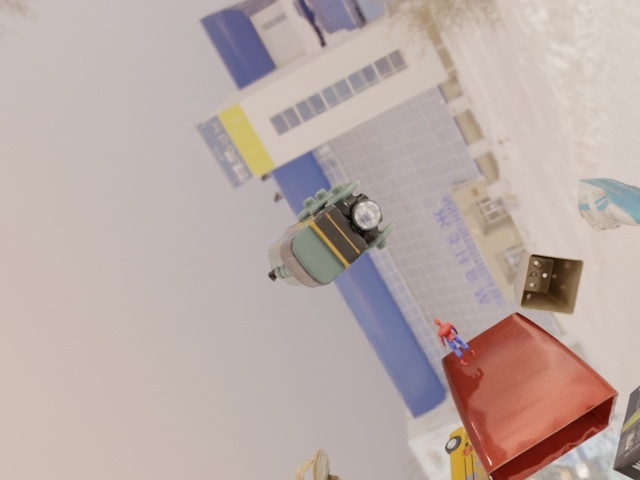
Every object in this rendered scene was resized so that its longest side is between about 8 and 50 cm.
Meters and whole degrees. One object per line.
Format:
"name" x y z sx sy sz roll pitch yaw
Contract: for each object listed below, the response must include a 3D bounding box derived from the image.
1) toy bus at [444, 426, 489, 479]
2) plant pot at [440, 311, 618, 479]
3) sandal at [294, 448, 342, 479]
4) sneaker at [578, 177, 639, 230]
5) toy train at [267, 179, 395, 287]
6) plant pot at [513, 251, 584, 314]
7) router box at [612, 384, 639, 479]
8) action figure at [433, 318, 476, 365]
"toy bus" 0.370 0.551 1.657 0.108 0.130 0.333 46 -159 -11
"plant pot" 0.379 0.301 1.403 0.236 0.267 0.267 58 180 31
"sandal" -0.017 0.514 1.565 0.240 0.079 0.088 67 -148 -52
"sneaker" 0.585 -0.061 1.435 0.229 0.087 0.092 -103 10 -73
"toy train" 0.000 0.000 1.319 0.142 0.190 0.334 51 163 -7
"plant pot" 0.433 0.075 1.411 0.096 0.109 0.109 -109 27 -80
"router box" 0.842 0.422 1.770 0.243 0.081 0.309 -57 -12 -36
"action figure" 0.236 0.177 1.300 0.115 0.038 0.030 49 175 -30
